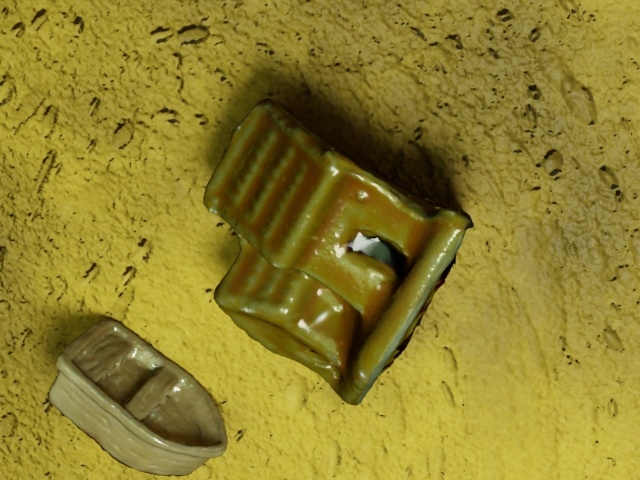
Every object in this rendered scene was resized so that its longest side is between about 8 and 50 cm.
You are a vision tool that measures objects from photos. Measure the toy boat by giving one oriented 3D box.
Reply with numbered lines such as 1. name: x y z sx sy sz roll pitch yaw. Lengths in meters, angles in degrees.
1. toy boat: -0.181 0.171 1.594 0.188 0.116 0.061 38 121 5

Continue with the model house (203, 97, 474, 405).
1. model house: -0.006 0.010 1.443 0.239 0.173 0.268 32 113 4
